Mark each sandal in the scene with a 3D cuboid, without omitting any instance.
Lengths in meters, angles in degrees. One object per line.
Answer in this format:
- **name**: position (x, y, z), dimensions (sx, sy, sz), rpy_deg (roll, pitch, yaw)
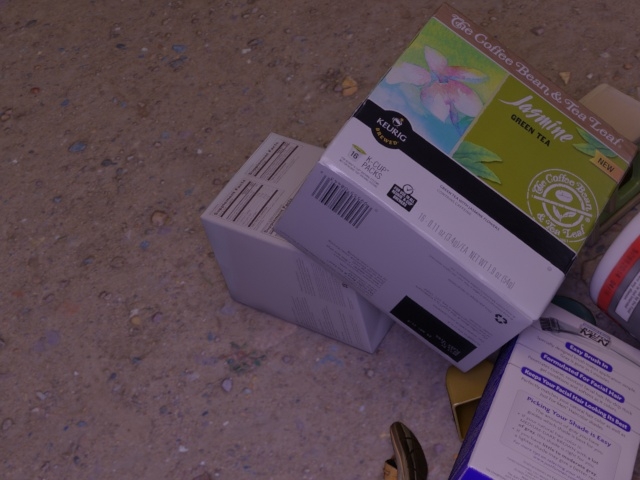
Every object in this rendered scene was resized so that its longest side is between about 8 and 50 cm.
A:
- **sandal**: position (0.109, 0.317, 1.513), dimensions (0.049, 0.072, 0.180), rpy_deg (-26, 48, 21)

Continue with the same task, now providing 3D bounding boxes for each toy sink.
- **toy sink**: position (0.396, -0.096, 1.739), dimensions (0.234, 0.153, 0.131), rpy_deg (-36, 51, -19)

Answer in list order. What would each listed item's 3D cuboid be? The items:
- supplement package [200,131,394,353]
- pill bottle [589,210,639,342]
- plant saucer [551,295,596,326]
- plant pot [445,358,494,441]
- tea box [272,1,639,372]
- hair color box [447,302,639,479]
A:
- **supplement package**: position (0.000, 0.000, 1.724), dimensions (0.262, 0.199, 0.198), rpy_deg (19, 56, 29)
- **pill bottle**: position (0.537, 0.109, 1.449), dimensions (0.210, 0.210, 0.363), rpy_deg (-37, 64, -18)
- **plant saucer**: position (0.334, 0.121, 1.650), dimensions (0.119, 0.021, 0.119), rpy_deg (-7, 48, 8)
- **plant pot**: position (0.210, 0.208, 1.569), dimensions (0.081, 0.081, 0.083), rpy_deg (-18, 41, -2)
- **tea box**: position (0.176, -0.068, 1.514), dimensions (0.329, 0.220, 0.323), rpy_deg (36, 60, 0)
- **hair color box**: position (0.284, 0.234, 1.405), dimensions (0.185, 0.110, 0.339), rpy_deg (29, 41, 5)
